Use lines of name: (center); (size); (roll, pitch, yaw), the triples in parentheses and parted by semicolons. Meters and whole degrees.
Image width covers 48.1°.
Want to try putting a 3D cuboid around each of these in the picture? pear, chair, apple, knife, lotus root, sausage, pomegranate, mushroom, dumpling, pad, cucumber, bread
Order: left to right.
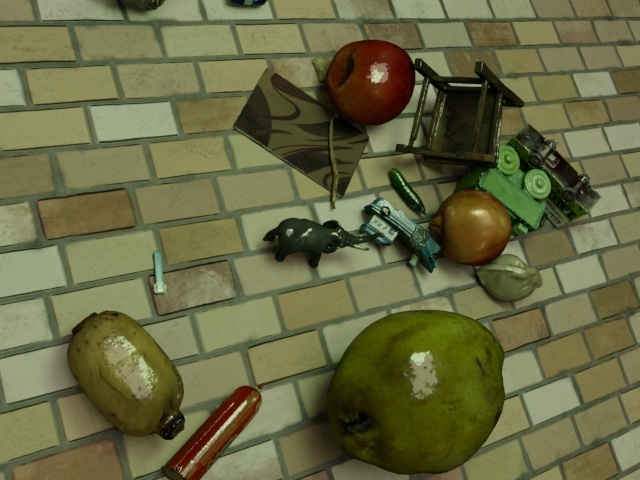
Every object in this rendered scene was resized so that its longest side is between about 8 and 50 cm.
lotus root: (-0.363, 0.263, 1.371); (0.160, 0.146, 0.284); (-41, 87, -13)
knife: (-0.345, 0.067, 1.528); (0.027, 0.010, 0.096); (1, 69, -27)
sausage: (-0.203, 0.383, 1.449); (0.083, 0.083, 0.264); (48, 57, -5)
pad: (-0.040, -0.273, 1.816); (0.330, 0.004, 0.220); (32, 60, -15)
mushroom: (0.034, -0.211, 1.820); (0.026, 0.028, 0.286); (45, 45, -60)
bread: (0.054, -0.463, 1.922); (0.154, 0.028, 0.068); (-12, 80, -29)
apple: (0.129, -0.403, 1.827); (0.201, 0.218, 0.218); (17, 64, -37)
cucumber: (0.229, -0.124, 1.888); (0.037, 0.037, 0.155); (-37, 90, -33)
pear: (0.205, 0.321, 1.545); (0.413, 0.352, 0.352); (-13, 79, -27)
chair: (0.384, -0.304, 1.897); (0.416, 0.203, 0.240); (9, 90, -60)
pomegranate: (0.389, -0.029, 1.845); (0.209, 0.209, 0.209); (10, 68, -25)
dumpling: (0.511, 0.097, 1.903); (0.199, 0.136, 0.118); (18, 57, -33)

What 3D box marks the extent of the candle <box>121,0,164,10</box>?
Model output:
candle: (-0.413, -0.629, 1.639); (0.187, 0.187, 0.330); (35, 61, -13)

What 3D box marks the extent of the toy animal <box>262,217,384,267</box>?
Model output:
toy animal: (-0.001, 0.004, 1.662); (0.269, 0.137, 0.082); (4, 67, -18)

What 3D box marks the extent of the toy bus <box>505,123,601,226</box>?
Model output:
toy bus: (0.660, -0.188, 2.086); (0.301, 0.139, 0.113); (48, 57, 4)

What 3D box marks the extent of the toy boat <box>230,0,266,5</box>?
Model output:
toy boat: (-0.218, -0.735, 1.853); (0.210, 0.070, 0.291); (-36, 88, -35)

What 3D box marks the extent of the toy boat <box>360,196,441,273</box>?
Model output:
toy boat: (0.201, -0.002, 1.796); (0.238, 0.109, 0.098); (37, 79, -8)

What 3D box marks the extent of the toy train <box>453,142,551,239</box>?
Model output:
toy train: (0.505, -0.137, 1.975); (0.272, 0.159, 0.188); (35, 68, -14)
